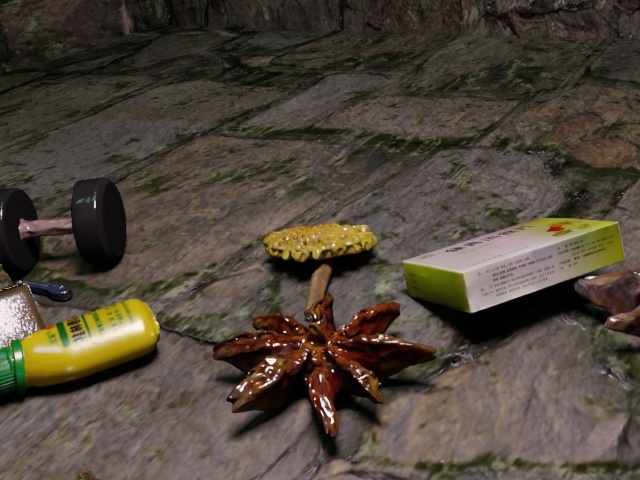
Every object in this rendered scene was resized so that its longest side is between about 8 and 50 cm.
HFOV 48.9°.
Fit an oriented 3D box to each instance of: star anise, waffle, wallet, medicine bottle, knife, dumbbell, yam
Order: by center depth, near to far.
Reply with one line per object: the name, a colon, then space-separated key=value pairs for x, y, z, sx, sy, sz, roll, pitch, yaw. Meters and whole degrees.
star anise: x=0.504 y=0.089 z=0.870 sx=0.293 sy=0.108 sz=0.349 roll=-16 pitch=28 yaw=0
star anise: x=0.001 y=0.146 z=0.889 sx=0.289 sy=0.088 sz=0.288 roll=-4 pitch=30 yaw=2
medicine bottle: x=-0.373 y=0.160 z=0.948 sx=0.309 sy=0.076 sz=0.111 roll=-19 pitch=23 yaw=-21
wallet: x=-0.493 y=0.133 z=0.986 sx=0.198 sy=0.031 sz=0.110 roll=-19 pitch=71 yaw=-38
yam: x=-0.003 y=0.072 z=1.083 sx=0.032 sy=0.032 sz=0.145 roll=-1 pitch=29 yaw=10
waffle: x=-0.001 y=0.001 z=1.171 sx=0.191 sy=0.038 sz=0.191 roll=-3 pitch=11 yaw=1
knife: x=-0.463 y=0.081 z=1.175 sx=0.121 sy=0.018 sz=0.031 roll=6 pitch=28 yaw=24
dumbbell: x=-0.467 y=-0.025 z=1.234 sx=0.218 sy=0.152 sz=0.152 roll=-6 pitch=28 yaw=1

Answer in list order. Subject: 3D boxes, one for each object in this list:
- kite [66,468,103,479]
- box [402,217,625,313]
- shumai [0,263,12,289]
kite: x=-0.196 y=0.263 z=0.648 sx=0.010 sy=0.160 sz=0.183 roll=-46 pitch=43 yaw=-5
box: x=0.275 y=0.029 z=1.019 sx=0.261 sy=0.062 sz=0.175 roll=-17 pitch=9 yaw=-19
shumai: x=-0.615 y=0.104 z=1.044 sx=0.272 sy=0.222 sz=0.203 roll=1 pitch=63 yaw=-1
